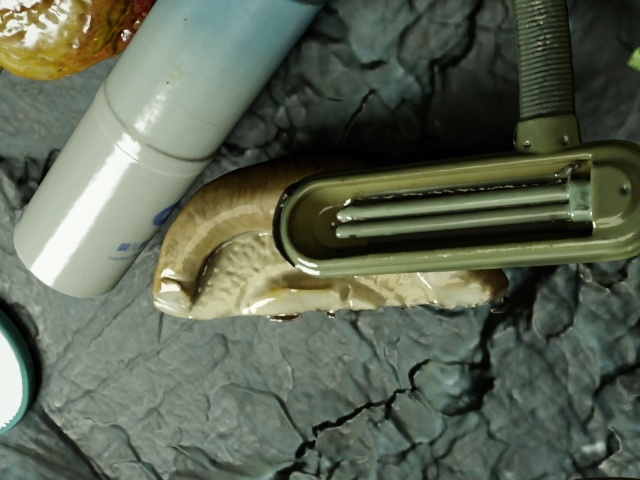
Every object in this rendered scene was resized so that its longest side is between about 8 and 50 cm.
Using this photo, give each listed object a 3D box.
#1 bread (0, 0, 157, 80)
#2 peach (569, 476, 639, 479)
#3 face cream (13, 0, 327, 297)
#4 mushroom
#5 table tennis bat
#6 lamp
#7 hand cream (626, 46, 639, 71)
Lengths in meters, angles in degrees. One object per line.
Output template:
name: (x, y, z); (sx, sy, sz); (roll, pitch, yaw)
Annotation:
bread: (-0.121, -0.189, 0.630); (0.124, 0.084, 0.344); (42, 125, 2)
peach: (0.197, 0.242, 0.556); (0.292, 0.292, 0.247); (31, 96, 9)
face cream: (-0.091, -0.071, 0.676); (0.077, 0.077, 0.250); (42, 124, 2)
mushroom: (0.002, -0.001, 0.669); (0.210, 0.072, 0.094); (-5, 114, 21)
table tennis bat: (-0.293, 0.109, 0.890); (0.201, 0.033, 0.124); (-36, 94, 32)
lamp: (0.030, -0.120, 0.550); (0.203, 0.124, 0.283); (-15, 121, 18)
hand cream: (0.221, -0.125, 0.522); (0.095, 0.046, 0.175); (32, 130, 8)
